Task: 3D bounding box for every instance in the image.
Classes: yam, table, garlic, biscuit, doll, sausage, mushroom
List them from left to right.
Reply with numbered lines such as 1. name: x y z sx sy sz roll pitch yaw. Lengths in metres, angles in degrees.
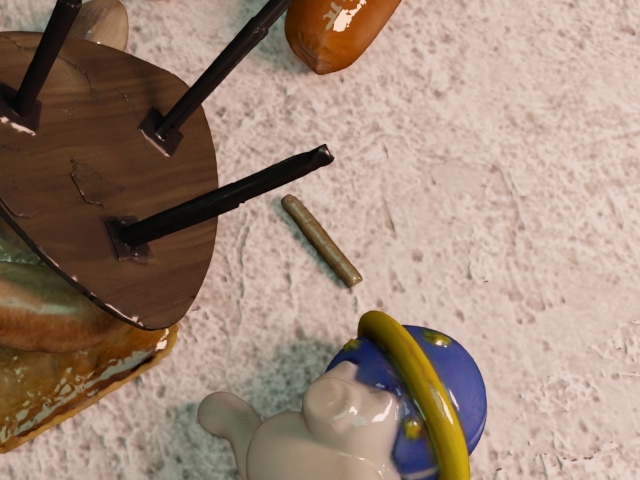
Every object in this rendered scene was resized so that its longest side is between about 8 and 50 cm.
1. mushroom: -0.273 -0.027 1.126 0.278 0.146 0.278 10 57 -16
2. biscuit: -0.251 0.111 1.154 0.247 0.029 0.118 -31 70 -11
3. garlic: -0.236 -0.202 1.215 0.084 0.066 0.152 40 79 9
4. table: -0.117 -0.114 1.026 0.317 0.249 0.317 28 44 -31
5. yam: 0.000 0.000 1.202 0.021 0.021 0.116 -38 82 -12
6. sausage: 0.055 -0.293 1.236 0.105 0.105 0.274 30 77 4
7. doll: 0.048 0.182 1.039 0.243 0.159 0.311 -11 40 -18
